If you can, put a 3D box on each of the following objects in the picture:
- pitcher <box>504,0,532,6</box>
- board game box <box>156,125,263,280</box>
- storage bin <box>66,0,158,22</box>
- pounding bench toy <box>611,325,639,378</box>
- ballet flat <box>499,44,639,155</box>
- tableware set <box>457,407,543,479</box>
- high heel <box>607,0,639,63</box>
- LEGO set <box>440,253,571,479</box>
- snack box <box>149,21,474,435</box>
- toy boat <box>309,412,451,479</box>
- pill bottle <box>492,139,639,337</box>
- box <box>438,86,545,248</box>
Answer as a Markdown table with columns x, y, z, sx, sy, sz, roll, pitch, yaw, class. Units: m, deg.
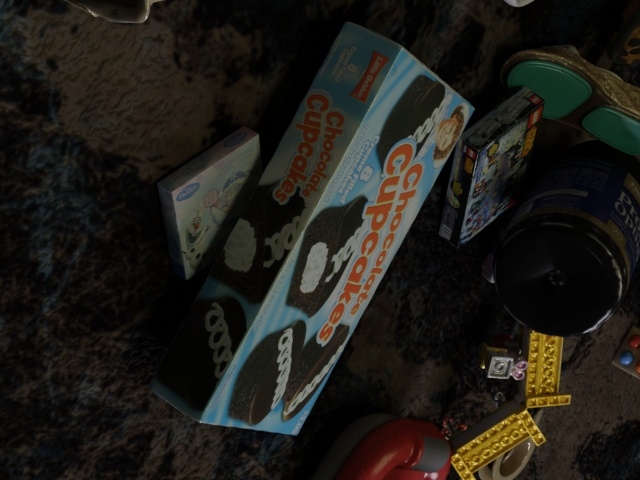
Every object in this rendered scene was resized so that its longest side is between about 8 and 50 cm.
| x | y | z | sx | sy | sz | roll | pitch | yaw | class |
| --- | --- | --- | --- | --- | --- | --- | --- | --- | --- |
| 0.226 | -0.295 | 1.339 | 0.207 | 0.125 | 0.178 | -41 | 163 | -8 | pitcher |
| -0.080 | -0.029 | 1.217 | 0.090 | 0.020 | 0.090 | -36 | 141 | -31 | board game box |
| -0.041 | -0.281 | 0.993 | 0.262 | 0.123 | 0.260 | -22 | 130 | -42 | storage bin |
| 0.400 | 0.147 | 1.890 | 0.065 | 0.083 | 0.052 | 27 | 92 | -56 | pounding bench toy |
| 0.241 | -0.143 | 1.492 | 0.206 | 0.067 | 0.073 | 26 | 135 | -36 | ballet flat |
| 0.197 | 0.284 | 1.774 | 0.128 | 0.039 | 0.194 | -2 | 116 | -51 | tableware set |
| 0.378 | -0.207 | 1.633 | 0.186 | 0.093 | 0.261 | -39 | 153 | 1 | high heel |
| 0.170 | 0.144 | 1.621 | 0.132 | 0.107 | 0.287 | 18 | 107 | -20 | LEGO set |
| 0.000 | 0.000 | 1.280 | 0.322 | 0.060 | 0.187 | -62 | 156 | 2 | snack box |
| 0.059 | 0.285 | 1.497 | 0.151 | 0.151 | 0.231 | 18 | 106 | -54 | toy boat |
| 0.244 | -0.011 | 1.500 | 0.219 | 0.123 | 0.122 | -54 | 155 | -56 | pill bottle |
| 0.156 | -0.065 | 1.455 | 0.094 | 0.027 | 0.137 | -38 | 153 | -29 | box |
